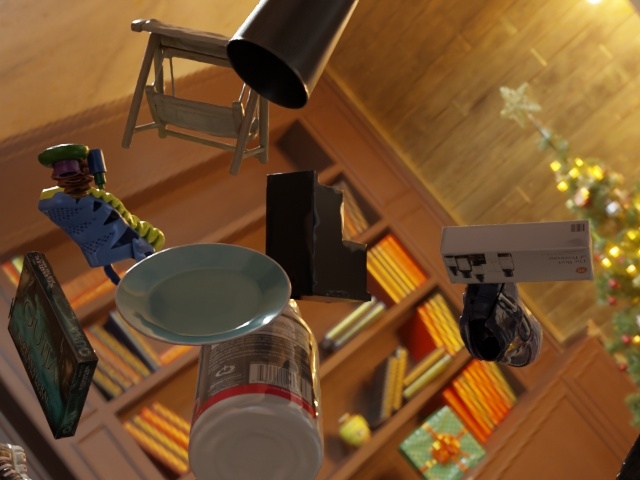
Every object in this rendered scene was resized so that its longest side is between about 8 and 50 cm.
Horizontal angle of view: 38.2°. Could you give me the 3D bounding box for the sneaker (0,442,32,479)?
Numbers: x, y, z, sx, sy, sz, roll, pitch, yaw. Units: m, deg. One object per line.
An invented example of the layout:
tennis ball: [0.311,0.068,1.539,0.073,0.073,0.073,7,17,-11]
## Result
sneaker: [-0.382,0.283,1.076,0.063,0.074,0.170,-60,29,4]

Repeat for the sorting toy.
sorting toy: [-0.253,-0.068,0.958,0.061,0.042,0.102,-14,-8,-5]

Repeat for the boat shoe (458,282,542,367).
boat shoe: [0.332,0.183,1.744,0.127,0.341,0.158,-1,51,29]

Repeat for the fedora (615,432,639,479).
fedora: [0.536,0.374,1.378,0.334,0.152,0.334,24,-90,-84]

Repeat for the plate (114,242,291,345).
plate: [-0.125,0.061,0.996,0.188,0.188,0.024,-34,-43,-42]

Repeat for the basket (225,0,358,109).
basket: [-0.033,-0.363,1.535,0.227,0.154,0.204,-60,-12,-14]

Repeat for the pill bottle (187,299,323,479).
pill bottle: [-0.087,0.200,1.301,0.176,0.176,0.319,-42,23,19]

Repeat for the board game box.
board game box: [-0.315,0.119,1.075,0.026,0.186,0.126,-4,-49,-38]

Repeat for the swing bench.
swing bench: [-0.227,-0.286,1.790,0.165,0.253,0.255,-36,-42,-66]

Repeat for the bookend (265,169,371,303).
bookend: [0.000,0.000,1.207,0.072,0.157,0.156,-4,-7,31]

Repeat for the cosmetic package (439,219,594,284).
cosmetic package: [0.325,0.023,1.527,0.099,0.238,0.061,60,-147,-50]

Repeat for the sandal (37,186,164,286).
sandal: [-0.435,-0.006,1.848,0.126,0.138,0.317,-8,-29,34]
